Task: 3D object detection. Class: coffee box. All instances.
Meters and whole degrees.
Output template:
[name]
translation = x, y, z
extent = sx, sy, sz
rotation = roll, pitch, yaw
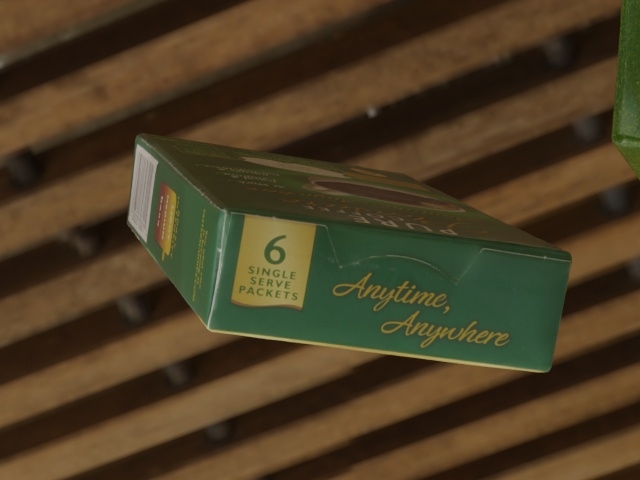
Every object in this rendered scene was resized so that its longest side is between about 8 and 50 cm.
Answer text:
[coffee box]
translation = 0.000, 0.000, 0.618
extent = 0.184, 0.113, 0.040
rotation = -146, 65, -72

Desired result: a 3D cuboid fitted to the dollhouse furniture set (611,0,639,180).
[dollhouse furniture set]
translation = 0.248, -0.086, 0.793
extent = 0.301, 0.198, 0.151
rotation = 25, -112, -72
